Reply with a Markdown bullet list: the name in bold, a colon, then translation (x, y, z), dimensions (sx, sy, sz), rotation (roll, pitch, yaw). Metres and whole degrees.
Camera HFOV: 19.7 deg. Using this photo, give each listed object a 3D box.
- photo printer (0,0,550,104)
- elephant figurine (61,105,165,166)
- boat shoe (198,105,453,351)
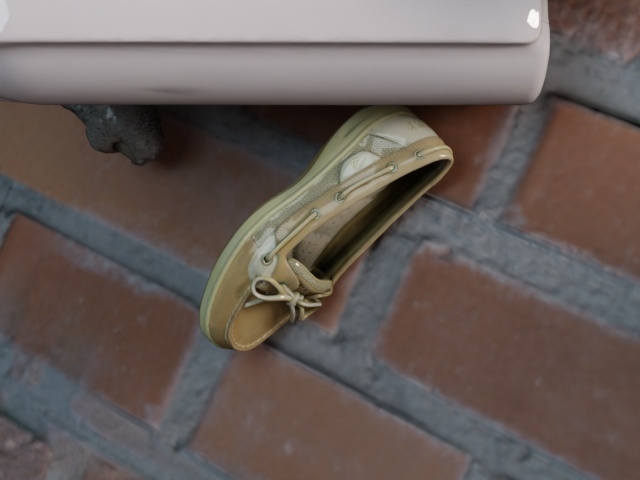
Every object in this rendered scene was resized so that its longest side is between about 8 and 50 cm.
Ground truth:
- **photo printer**: translation (-0.050, -0.187, 0.876), dimensions (0.307, 0.107, 0.256), rotation (-1, 76, -1)
- **elephant figurine**: translation (-0.156, -0.181, 1.016), dimensions (0.239, 0.186, 0.169), rotation (18, 44, 24)
- **boat shoe**: translation (0.001, 0.000, 0.905), dimensions (0.153, 0.056, 0.048), rotation (-47, 53, 5)
